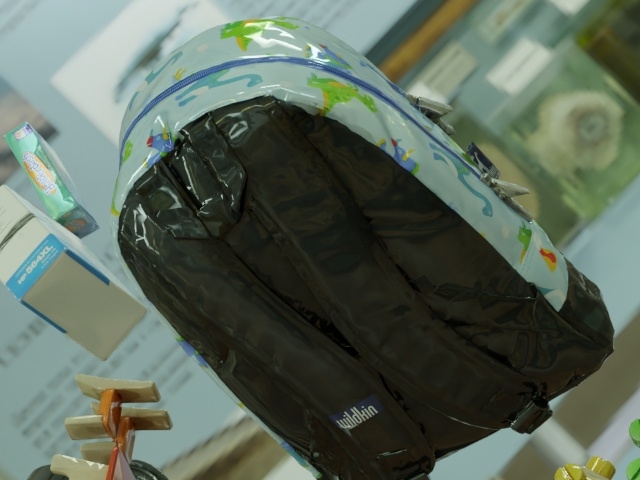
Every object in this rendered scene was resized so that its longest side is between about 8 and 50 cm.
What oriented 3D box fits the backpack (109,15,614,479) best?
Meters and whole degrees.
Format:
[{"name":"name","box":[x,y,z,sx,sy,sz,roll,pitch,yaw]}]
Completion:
[{"name":"backpack","box":[0.000,0.000,1.202,0.290,0.355,0.273,-35,41,26]}]

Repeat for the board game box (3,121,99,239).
[{"name":"board game box","box":[-0.428,-0.091,2.553,0.047,0.160,0.210,-31,-9,-3]}]

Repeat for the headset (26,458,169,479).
[{"name":"headset","box":[-0.224,0.398,1.954,0.394,0.243,0.185,0,43,33]}]

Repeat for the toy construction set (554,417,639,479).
[{"name":"toy construction set","box":[0.321,0.338,1.828,0.309,0.257,0.237,-38,-44,-6]}]

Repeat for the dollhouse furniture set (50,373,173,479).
[{"name":"dollhouse furniture set","box":[-0.206,0.314,1.741,0.259,0.135,0.262,79,-163,-58]}]

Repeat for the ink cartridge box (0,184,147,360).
[{"name":"ink cartridge box","box":[-0.316,0.035,1.879,0.086,0.148,0.203,-50,40,-1]}]
